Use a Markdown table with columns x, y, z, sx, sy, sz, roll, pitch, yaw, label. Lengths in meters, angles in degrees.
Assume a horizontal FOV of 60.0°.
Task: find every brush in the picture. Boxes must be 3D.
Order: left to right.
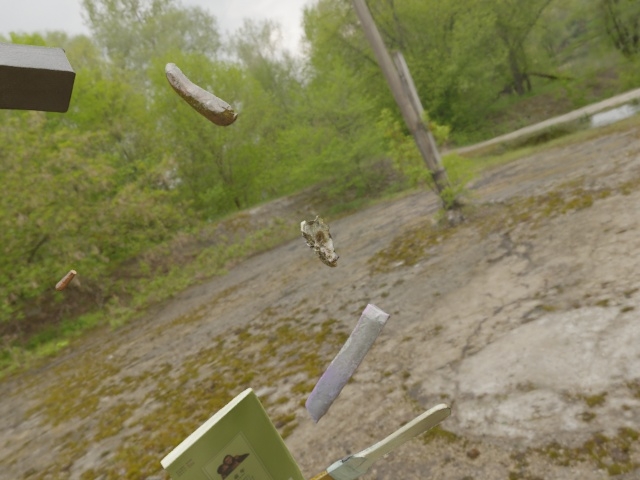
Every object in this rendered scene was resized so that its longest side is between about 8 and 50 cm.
| x | y | z | sx | sy | sz | roll | pitch | yaw | label |
| --- | --- | --- | --- | --- | --- | --- | --- | --- | --- |
| 0.119 | 0.418 | 1.112 | 0.336 | 0.085 | 0.020 | -35 | 39 | 12 | brush |

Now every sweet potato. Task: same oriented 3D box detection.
| x | y | z | sx | sy | sz | roll | pitch | yaw | label |
| --- | --- | --- | --- | --- | --- | --- | --- | --- | --- |
| -0.360 | -0.421 | 1.620 | 0.075 | 0.273 | 0.075 | -51 | -9 | -11 | sweet potato |

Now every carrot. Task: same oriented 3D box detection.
| x | y | z | sx | sy | sz | roll | pitch | yaw | label |
| --- | --- | --- | --- | --- | --- | --- | --- | --- | --- |
| -0.893 | 0.142 | 1.947 | 0.093 | 0.032 | 0.032 | -46 | 5 | 9 | carrot |

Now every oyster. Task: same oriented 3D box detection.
| x | y | z | sx | sy | sz | roll | pitch | yaw | label |
| --- | --- | --- | --- | --- | --- | --- | --- | --- | --- |
| 0.000 | 0.010 | 1.446 | 0.051 | 0.148 | 0.103 | -27 | 4 | 35 | oyster |

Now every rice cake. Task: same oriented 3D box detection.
| x | y | z | sx | sy | sz | roll | pitch | yaw | label |
| --- | --- | --- | --- | --- | --- | --- | --- | --- | --- |
| 0.066 | 0.327 | 1.479 | 0.399 | 0.070 | 0.064 | -60 | -13 | 25 | rice cake |

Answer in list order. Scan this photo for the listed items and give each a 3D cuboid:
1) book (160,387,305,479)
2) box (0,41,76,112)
| x | y | z | sx | sy | sz | roll | pitch | yaw | label |
| --- | --- | --- | --- | --- | --- | --- | --- | --- | --- |
| -0.177 | 0.523 | 1.244 | 0.239 | 0.352 | 0.035 | -38 | 33 | -24 | book |
| -1.003 | -0.552 | 1.894 | 0.273 | 0.143 | 0.184 | -8 | -36 | -40 | box |
